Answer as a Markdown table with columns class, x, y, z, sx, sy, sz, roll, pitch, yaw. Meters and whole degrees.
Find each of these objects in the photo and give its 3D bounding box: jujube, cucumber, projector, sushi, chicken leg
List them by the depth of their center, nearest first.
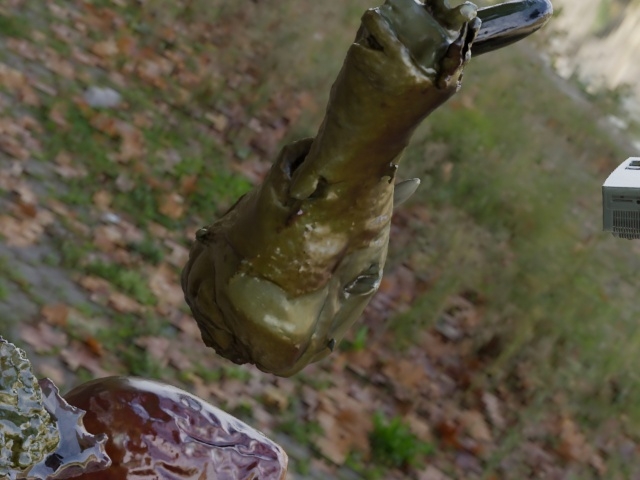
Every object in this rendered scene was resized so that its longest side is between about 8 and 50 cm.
| class | x | y | z | sx | sy | sz | roll | pitch | yaw |
| --- | --- | --- | --- | --- | --- | --- | --- | --- | --- |
| chicken leg | 0.005 | -0.039 | 1.106 | 0.152 | 0.429 | 0.201 | 30 | 44 | 0 |
| sushi | -0.292 | 0.151 | 1.118 | 0.241 | 0.107 | 0.161 | 49 | 47 | -20 |
| projector | 0.355 | -0.041 | 1.438 | 0.115 | 0.061 | 0.147 | 5 | 16 | 23 |
| jujube | -0.165 | 0.236 | 1.478 | 0.255 | 0.190 | 0.190 | 19 | 17 | -11 |
| cucumber | 0.135 | -0.213 | 1.553 | 0.056 | 0.284 | 0.056 | 61 | -13 | 24 |

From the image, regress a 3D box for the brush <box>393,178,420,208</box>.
| class | x | y | z | sx | sy | sz | roll | pitch | yaw |
| --- | --- | --- | --- | --- | --- | --- | --- | --- | --- |
| brush | 0.000 | 0.000 | 1.578 | 0.039 | 0.299 | 0.042 | 23 | 46 | -37 |
